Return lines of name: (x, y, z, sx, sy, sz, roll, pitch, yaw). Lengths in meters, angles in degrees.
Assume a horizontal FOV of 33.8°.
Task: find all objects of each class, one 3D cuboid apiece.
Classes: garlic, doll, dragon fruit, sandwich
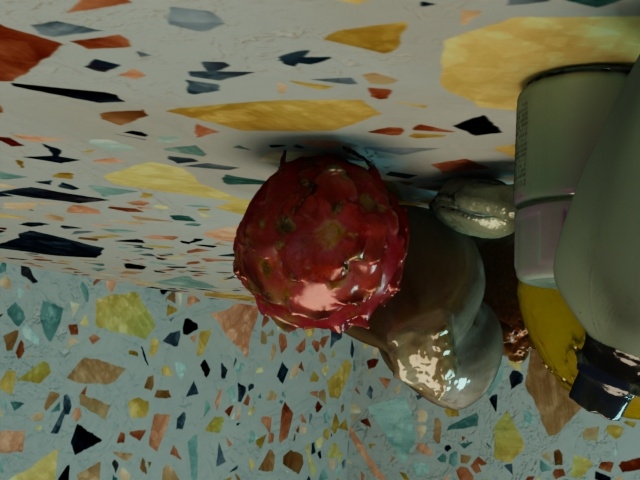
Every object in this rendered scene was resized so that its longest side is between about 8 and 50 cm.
garlic: (0.091, 0.092, 1.383, 0.340, 0.246, 0.232, 18, 139, 41)
doll: (0.188, -0.039, 1.259, 0.103, 0.072, 0.214, 4, -179, -9)
dragon fruit: (0.000, 0.000, 1.204, 0.210, 0.205, 0.268, 43, -177, -18)
sandwich: (0.259, 0.051, 1.476, 0.292, 0.212, 0.109, 19, 170, 48)

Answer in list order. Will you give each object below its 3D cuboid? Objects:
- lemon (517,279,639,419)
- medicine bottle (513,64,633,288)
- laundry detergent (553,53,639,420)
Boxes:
lemon: (0.350, 0.052, 1.131, 0.297, 0.297, 0.297, 3, 172, 1)
medicine bottle: (0.227, -0.046, 0.877, 0.135, 0.169, 0.135, 4, 171, 1)
laundry detergent: (0.262, -0.003, 0.749, 0.214, 0.281, 0.105, 9, -166, -42)
